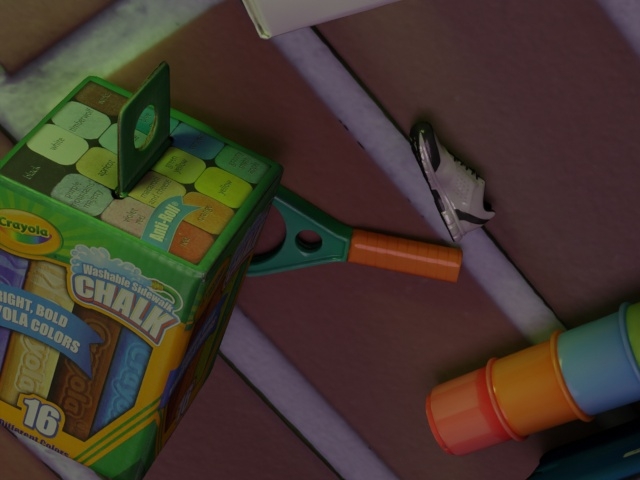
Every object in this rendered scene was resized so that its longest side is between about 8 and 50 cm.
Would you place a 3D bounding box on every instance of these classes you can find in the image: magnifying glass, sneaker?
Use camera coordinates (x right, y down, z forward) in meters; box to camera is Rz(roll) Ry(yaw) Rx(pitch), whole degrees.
[{"bbox_3d":[0.000,0.000,1.441,0.231,0.026,0.092,10,125,0],"label":"magnifying glass"},{"bbox_3d":[0.103,-0.052,1.388,0.044,0.040,0.109,-25,123,4],"label":"sneaker"}]

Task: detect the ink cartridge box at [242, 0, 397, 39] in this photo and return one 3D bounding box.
[{"bbox_3d":[0.062,-0.270,1.072,0.223,0.307,0.129,-14,121,17],"label":"ink cartridge box"}]

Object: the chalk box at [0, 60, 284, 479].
[{"bbox_3d":[-0.151,0.005,1.354,0.179,0.180,0.289,26,126,5],"label":"chalk box"}]

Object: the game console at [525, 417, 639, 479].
[{"bbox_3d":[0.334,0.217,1.463,0.293,0.250,0.173,-25,91,22],"label":"game console"}]

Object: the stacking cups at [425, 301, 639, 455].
[{"bbox_3d":[0.239,0.102,1.446,0.316,0.096,0.096,-24,118,27],"label":"stacking cups"}]
